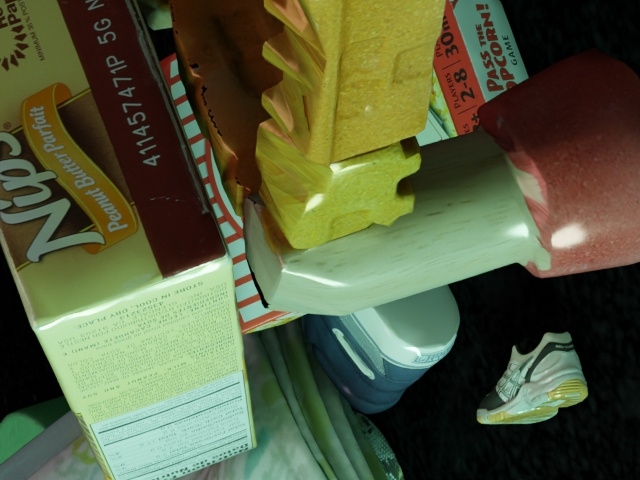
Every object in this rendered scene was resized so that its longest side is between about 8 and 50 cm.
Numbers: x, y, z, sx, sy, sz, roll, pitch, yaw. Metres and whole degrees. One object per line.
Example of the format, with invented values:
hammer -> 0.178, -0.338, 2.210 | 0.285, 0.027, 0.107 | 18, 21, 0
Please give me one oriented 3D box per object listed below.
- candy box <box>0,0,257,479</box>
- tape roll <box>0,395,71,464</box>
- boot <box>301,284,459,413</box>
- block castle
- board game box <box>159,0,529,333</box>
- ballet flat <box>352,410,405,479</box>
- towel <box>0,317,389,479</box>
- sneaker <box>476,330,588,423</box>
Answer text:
candy box -> -0.101, -0.007, 0.881 | 0.316, 0.087, 0.183 | 88, 161, -71
tape roll -> -0.165, 0.278, 1.507 | 0.321, 0.077, 0.321 | 42, 140, 48
boot -> 0.000, 0.000, 1.023 | 0.190, 0.069, 0.086 | 63, 146, 19
block castle -> 0.015, -0.227, 0.717 | 0.303, 0.212, 0.453 | 95, 155, -59
board game box -> 0.013, -0.052, 0.917 | 0.193, 0.045, 0.147 | -25, 81, 40
ballet flat -> 0.031, 0.151, 1.083 | 0.114, 0.041, 0.041 | 67, 153, 11
towel -> -0.103, 0.233, 1.054 | 0.374, 0.090, 0.320 | -42, 43, 15
sneaker -> 0.102, 0.067, 0.916 | 0.083, 0.032, 0.037 | -35, 59, 58
